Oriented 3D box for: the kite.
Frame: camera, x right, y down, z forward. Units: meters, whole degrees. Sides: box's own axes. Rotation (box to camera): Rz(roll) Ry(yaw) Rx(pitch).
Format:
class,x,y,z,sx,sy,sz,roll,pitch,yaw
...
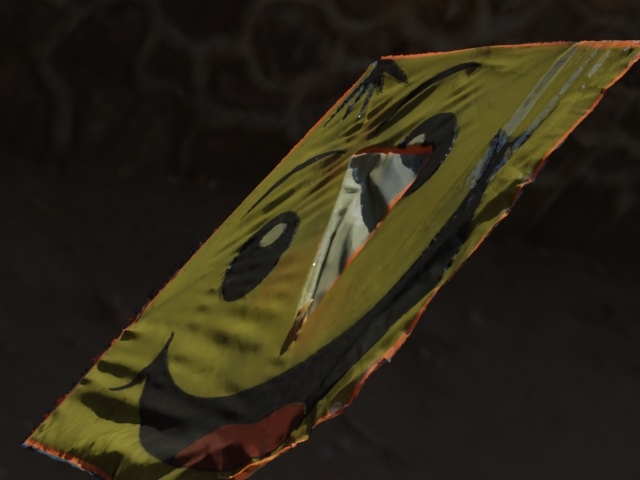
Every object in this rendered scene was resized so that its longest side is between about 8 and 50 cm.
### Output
class,x,y,z,sx,sy,sz,roll,pitch,yaw
kite,-0.002,-0.002,0.864,0.013,0.377,0.327,45,34,-20
